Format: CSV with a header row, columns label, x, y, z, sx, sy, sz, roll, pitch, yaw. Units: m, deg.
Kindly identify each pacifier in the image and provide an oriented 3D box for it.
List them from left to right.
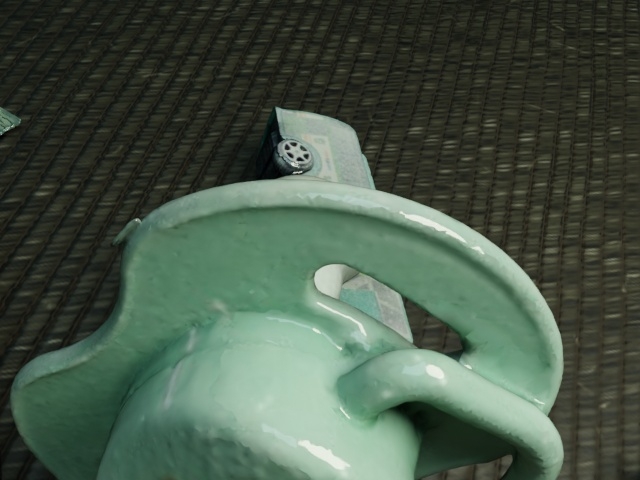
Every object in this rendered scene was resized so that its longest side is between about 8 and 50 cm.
label,x,y,z,sx,sy,sz,roll,pitch,yaw
pacifier,-0.012,0.068,0.473,0.288,0.343,0.269,34,41,-21

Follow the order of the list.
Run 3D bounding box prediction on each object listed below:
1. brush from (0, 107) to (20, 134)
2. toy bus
label,x,y,z,sx,sy,sz,roll,pitch,yaw
brush,-0.401,-0.151,0.763,0.218,0.010,0.082,35,55,17
toy bus,0.000,0.000,0.672,0.109,0.091,0.262,4,52,-20
